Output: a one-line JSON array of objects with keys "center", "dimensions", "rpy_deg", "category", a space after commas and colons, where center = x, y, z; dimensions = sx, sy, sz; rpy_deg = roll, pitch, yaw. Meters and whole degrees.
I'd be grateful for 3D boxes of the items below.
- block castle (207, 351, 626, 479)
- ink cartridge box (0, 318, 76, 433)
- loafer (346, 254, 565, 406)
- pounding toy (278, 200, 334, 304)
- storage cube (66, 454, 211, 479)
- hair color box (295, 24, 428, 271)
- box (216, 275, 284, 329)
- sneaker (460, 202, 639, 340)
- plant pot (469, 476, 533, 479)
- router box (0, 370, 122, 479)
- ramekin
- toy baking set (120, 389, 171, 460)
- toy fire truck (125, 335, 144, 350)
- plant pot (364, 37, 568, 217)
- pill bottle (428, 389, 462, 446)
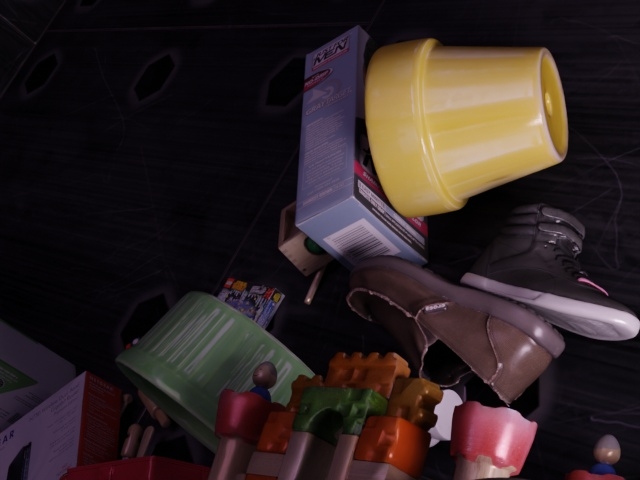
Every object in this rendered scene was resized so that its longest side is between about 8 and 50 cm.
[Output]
[{"center": [0.100, 0.271, 1.427], "dimensions": [0.453, 0.303, 0.213], "rpy_deg": [-4, 62, 45], "category": "block castle"}, {"center": [-0.609, 0.294, 2.244], "dimensions": [0.278, 0.201, 0.117], "rpy_deg": [-38, 36, 17], "category": "ink cartridge box"}, {"center": [0.148, 0.118, 1.652], "dimensions": [0.366, 0.134, 0.130], "rpy_deg": [16, 70, 52], "category": "loafer"}, {"center": [0.000, 0.000, 1.970], "dimensions": [0.130, 0.100, 0.141], "rpy_deg": [-32, 28, 22], "category": "pounding toy"}, {"center": [-0.232, 0.413, 1.714], "dimensions": [0.215, 0.184, 0.193], "rpy_deg": [-14, 64, 38], "category": "storage cube"}, {"center": [0.068, -0.134, 1.923], "dimensions": [0.113, 0.185, 0.374], "rpy_deg": [-27, 41, 29], "category": "hair color box"}, {"center": [-0.128, 0.113, 2.045], "dimensions": [0.137, 0.027, 0.094], "rpy_deg": [10, 65, 51], "category": "box"}, {"center": [0.308, 0.030, 1.584], "dimensions": [0.296, 0.104, 0.147], "rpy_deg": [18, 77, 57], "category": "sneaker"}, {"center": [0.160, 0.331, 1.079], "dimensions": [0.284, 0.284, 0.191], "rpy_deg": [-45, -4, 7], "category": "plant pot"}, {"center": [-0.474, 0.425, 2.063], "dimensions": [0.335, 0.082, 0.301], "rpy_deg": [-36, 37, 27], "category": "router box"}, {"center": [-0.123, 0.207, 1.732], "dimensions": [0.148, 0.303, 0.303], "rpy_deg": [-51, 35, -15], "category": "ramekin"}, {"center": [-0.316, 0.337, 2.045], "dimensions": [0.197, 0.030, 0.256], "rpy_deg": [-56, 32, -1], "category": "toy baking set"}, {"center": [-0.242, 0.192, 2.063], "dimensions": [0.192, 0.047, 0.135], "rpy_deg": [-27, 35, 16], "category": "toy fire truck"}, {"center": [0.217, -0.173, 1.773], "dimensions": [0.239, 0.254, 0.254], "rpy_deg": [-8, 50, 22], "category": "plant pot"}, {"center": [0.110, 0.230, 1.633], "dimensions": [0.152, 0.086, 0.086], "rpy_deg": [-9, 51, 42], "category": "pill bottle"}]
